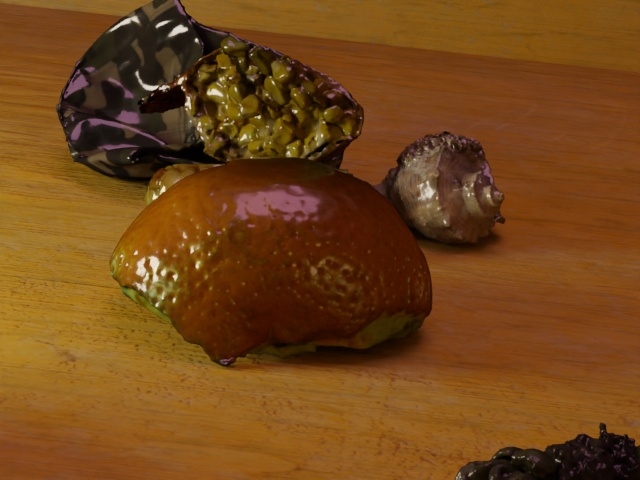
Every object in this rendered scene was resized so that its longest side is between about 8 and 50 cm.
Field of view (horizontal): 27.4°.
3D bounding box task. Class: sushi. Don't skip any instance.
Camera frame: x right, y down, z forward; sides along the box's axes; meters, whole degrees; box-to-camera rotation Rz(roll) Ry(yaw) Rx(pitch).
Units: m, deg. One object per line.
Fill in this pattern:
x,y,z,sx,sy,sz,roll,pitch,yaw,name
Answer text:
-0.083,-0.175,1.727,0.296,0.166,0.179,32,14,24,sushi

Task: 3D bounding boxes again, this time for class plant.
0.184,0.188,1.014,0.174,0.087,0.085,1,-13,-32,plant

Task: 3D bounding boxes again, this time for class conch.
0.155,-0.062,1.773,0.245,0.162,0.178,-2,-25,41,conch

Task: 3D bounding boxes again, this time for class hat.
-0.172,-0.159,1.935,0.382,0.257,0.366,35,46,-22,hat

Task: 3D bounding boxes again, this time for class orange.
-0.052,0.012,1.375,0.335,0.196,0.262,-3,4,-5,orange

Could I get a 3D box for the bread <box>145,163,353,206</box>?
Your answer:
-0.088,-0.053,1.671,0.270,0.087,0.098,2,33,-10,bread
